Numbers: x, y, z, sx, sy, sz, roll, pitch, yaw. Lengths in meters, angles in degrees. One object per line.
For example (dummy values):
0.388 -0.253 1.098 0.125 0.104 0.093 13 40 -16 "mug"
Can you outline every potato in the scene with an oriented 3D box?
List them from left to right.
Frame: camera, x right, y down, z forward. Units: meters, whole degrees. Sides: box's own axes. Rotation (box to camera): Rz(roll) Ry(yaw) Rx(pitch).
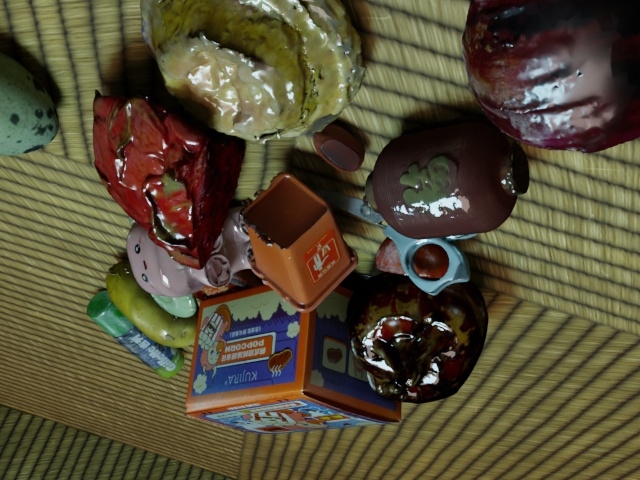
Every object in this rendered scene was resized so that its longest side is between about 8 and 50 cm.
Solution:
-0.379 0.135 1.764 0.173 0.140 0.300 -2 -153 -45 "potato"

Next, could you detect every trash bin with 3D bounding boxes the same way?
-0.052 -0.007 1.366 0.184 0.161 0.238 39 164 25 "trash bin"

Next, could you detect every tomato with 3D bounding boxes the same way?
-0.209 0.080 1.684 0.166 0.082 0.174 -4 150 24 "tomato"
0.177 0.013 1.378 0.159 0.091 0.139 12 -167 35 "tomato"

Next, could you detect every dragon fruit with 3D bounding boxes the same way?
-0.282 -0.099 1.214 0.286 0.228 0.329 23 -179 -4 "dragon fruit"

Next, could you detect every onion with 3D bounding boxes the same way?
0.300 -0.225 0.927 0.314 0.146 0.280 2 140 32 "onion"

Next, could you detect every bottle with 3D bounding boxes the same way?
-0.497 0.257 2.092 0.093 0.093 0.330 -4 142 31 "bottle"

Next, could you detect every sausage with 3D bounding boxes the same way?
0.030 -0.150 1.249 0.094 0.054 0.059 35 108 -23 "sausage"

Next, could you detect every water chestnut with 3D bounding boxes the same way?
0.188 0.182 1.466 0.289 0.244 0.289 -10 148 -6 "water chestnut"

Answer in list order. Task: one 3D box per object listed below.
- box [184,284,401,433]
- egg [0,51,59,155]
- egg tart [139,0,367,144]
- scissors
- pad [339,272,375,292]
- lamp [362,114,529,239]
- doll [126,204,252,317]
-0.050 0.262 1.646 0.349 0.256 0.319 -16 151 38 "box"
-0.558 -0.229 1.313 0.228 0.177 0.177 25 149 -35 "egg"
-0.110 -0.249 1.092 0.352 0.150 0.352 16 147 11 "egg tart"
0.105 -0.043 1.325 0.360 0.191 0.029 21 -177 22 "scissors"
0.032 0.123 1.709 0.330 0.004 0.220 9 146 15 "pad"
0.183 -0.094 1.164 0.258 0.180 0.180 -5 141 35 "lamp"
-0.271 0.018 1.533 0.268 0.216 0.284 3 109 44 "doll"
